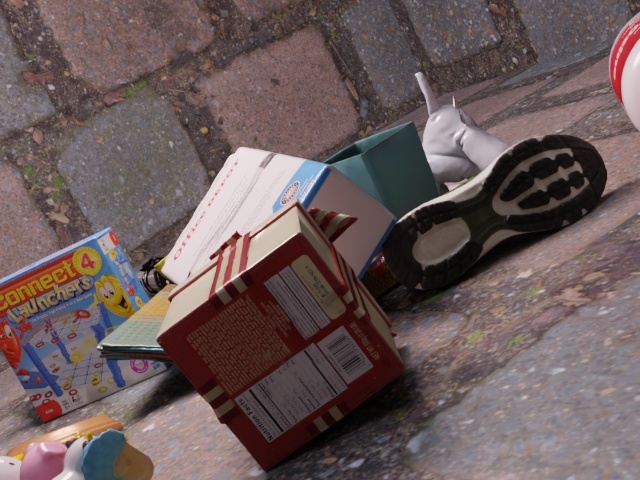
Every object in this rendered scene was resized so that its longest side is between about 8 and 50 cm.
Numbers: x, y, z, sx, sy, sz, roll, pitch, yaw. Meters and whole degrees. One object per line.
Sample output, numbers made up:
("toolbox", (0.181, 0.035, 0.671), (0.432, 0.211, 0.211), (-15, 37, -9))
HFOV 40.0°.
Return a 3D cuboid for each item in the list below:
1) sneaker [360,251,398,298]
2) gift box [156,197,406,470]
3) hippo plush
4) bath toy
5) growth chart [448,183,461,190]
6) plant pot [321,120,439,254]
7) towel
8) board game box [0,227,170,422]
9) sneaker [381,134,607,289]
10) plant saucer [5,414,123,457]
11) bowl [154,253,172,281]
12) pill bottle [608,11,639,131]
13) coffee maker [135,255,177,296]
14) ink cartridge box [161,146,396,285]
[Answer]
("sneaker", (0.086, 0.069, 1.562), (0.185, 0.070, 0.084), (-24, 0, -20))
("gift box", (-0.030, 0.105, 1.154), (0.276, 0.255, 0.258), (-32, 12, 3))
("hippo plush", (0.254, -0.130, 1.765), (0.236, 0.294, 0.234), (-49, 53, 7))
("bath toy", (-0.370, 0.331, 1.201), (0.348, 0.129, 0.151), (-18, 14, 43))
("growth chart", (0.237, -0.086, 2.042), (0.172, 0.021, 0.237), (-33, 12, -29))
("plant pot", (0.123, -0.073, 1.669), (0.165, 0.234, 0.165), (-14, 17, 48))
("towel", (-0.226, 0.158, 1.674), (0.271, 0.040, 0.370), (4, 15, 9))
("board game box", (-0.496, 0.174, 1.788), (0.308, 0.302, 0.086), (-25, 11, 13))
("sneaker", (0.281, -0.055, 1.485), (0.410, 0.158, 0.182), (-25, 2, -4))
("plant saucer", (-0.420, 0.327, 1.420), (0.199, 0.037, 0.200), (-21, -8, -3))
("bowl", (-0.267, 0.036, 2.247), (0.289, 0.156, 0.289), (-38, 5, 4))
("pill bottle", (0.618, -0.278, 1.481), (0.229, 0.229, 0.408), (-23, 11, 19))
("coffee maker", (-0.440, 0.102, 2.581), (0.171, 0.120, 0.178), (-6, -1, -32))
("ink cartridge box", (-0.088, 0.009, 1.513), (0.286, 0.166, 0.395), (-58, 27, -5))
